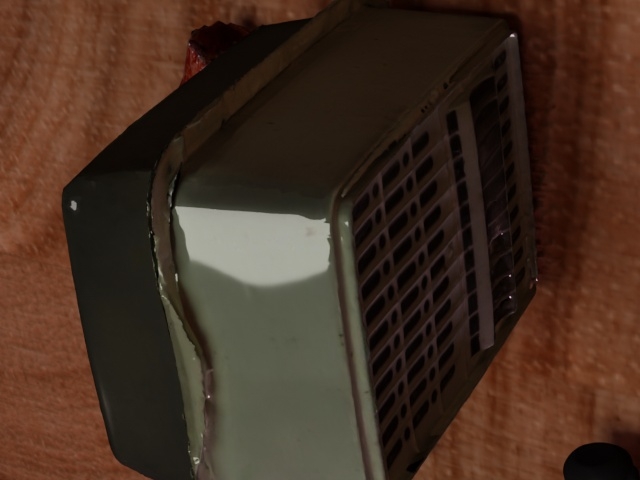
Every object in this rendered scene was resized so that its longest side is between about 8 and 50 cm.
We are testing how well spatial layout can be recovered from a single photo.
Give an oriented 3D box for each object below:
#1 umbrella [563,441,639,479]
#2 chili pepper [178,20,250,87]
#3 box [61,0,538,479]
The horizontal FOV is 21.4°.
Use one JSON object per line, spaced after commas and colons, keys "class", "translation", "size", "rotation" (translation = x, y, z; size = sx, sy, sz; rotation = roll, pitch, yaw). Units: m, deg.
{"class": "umbrella", "translation": [0.195, 0.277, 1.048], "size": [0.067, 0.073, 0.337], "rotation": [-3, 112, 22]}
{"class": "chili pepper", "translation": [-0.066, -0.076, 1.076], "size": [0.123, 0.073, 0.070], "rotation": [119, 152, -42]}
{"class": "box", "translation": [0.000, 0.000, 0.904], "size": [0.166, 0.290, 0.220], "rotation": [5, 118, 24]}
